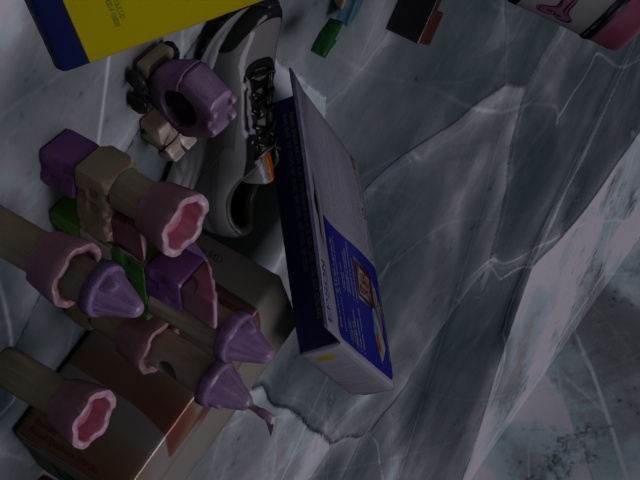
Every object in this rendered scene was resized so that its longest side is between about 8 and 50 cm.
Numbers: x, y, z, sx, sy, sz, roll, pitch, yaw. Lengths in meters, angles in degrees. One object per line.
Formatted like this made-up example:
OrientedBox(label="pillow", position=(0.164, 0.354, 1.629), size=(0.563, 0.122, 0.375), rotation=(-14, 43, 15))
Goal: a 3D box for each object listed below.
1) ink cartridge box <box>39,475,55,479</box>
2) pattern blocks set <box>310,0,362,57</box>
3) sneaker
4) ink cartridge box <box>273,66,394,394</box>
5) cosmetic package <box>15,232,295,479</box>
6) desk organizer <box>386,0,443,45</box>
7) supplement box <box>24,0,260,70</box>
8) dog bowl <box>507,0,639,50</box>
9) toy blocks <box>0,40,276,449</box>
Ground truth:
OrientedBox(label="ink cartridge box", position=(-0.236, 0.393, 1.970), size=(0.100, 0.237, 0.172), rotation=(-46, 153, -35))
OrientedBox(label="pattern blocks set", position=(0.059, -0.354, 1.933), size=(0.285, 0.026, 0.325), rotation=(-57, 170, -64))
OrientedBox(label="sneaker", position=(-0.080, -0.127, 1.880), size=(0.100, 0.108, 0.271), rotation=(-24, 136, -55))
OrientedBox(label="ink cartridge box", position=(0.000, 0.000, 2.038), size=(0.307, 0.072, 0.303), rotation=(44, 36, -65))
OrientedBox(label="cosmetic package", position=(-0.173, 0.146, 1.938), size=(0.296, 0.153, 0.129), rotation=(-56, 159, -19))
OrientedBox(label="desk organizer", position=(0.136, -0.311, 2.226), size=(0.130, 0.047, 0.050), rotation=(-66, 161, 10))
OrientedBox(label="supplement box", position=(-0.075, -0.306, 1.322), size=(0.356, 0.194, 0.195), rotation=(-20, 150, -2))
OrientedBox(label="dog bowl", position=(0.413, -0.402, 2.167), size=(0.408, 0.150, 0.408), rotation=(-50, -178, 2))
OrientedBox(label="toy blocks", position=(-0.139, 0.033, 1.727), size=(0.309, 0.260, 0.288), rotation=(-47, 153, -34))
